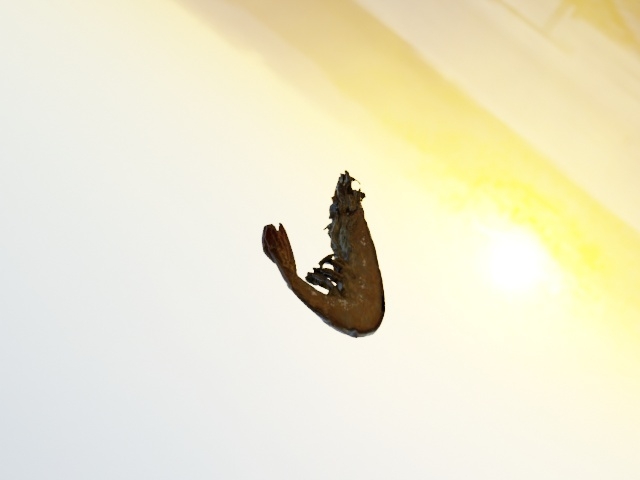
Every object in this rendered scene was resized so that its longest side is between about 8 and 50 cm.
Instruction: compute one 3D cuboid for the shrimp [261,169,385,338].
[{"bbox_3d":[-0.001,0.001,1.398,0.124,0.034,0.178,22,-134,-33],"label":"shrimp"}]
